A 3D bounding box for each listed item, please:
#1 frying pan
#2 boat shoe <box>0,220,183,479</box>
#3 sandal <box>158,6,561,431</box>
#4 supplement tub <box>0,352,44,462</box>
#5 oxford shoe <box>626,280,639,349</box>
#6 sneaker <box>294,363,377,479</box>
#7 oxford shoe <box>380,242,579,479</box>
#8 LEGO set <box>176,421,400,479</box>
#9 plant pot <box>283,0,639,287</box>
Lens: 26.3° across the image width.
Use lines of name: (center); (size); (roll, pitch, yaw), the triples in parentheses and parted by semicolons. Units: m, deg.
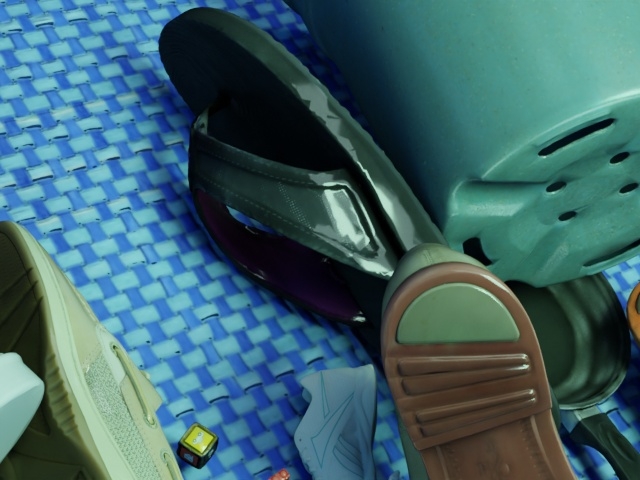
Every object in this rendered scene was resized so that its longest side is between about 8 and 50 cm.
frying pan: (0.213, 0.104, 1.133); (0.326, 0.053, 0.197); (45, 46, 8)
boat shoe: (-0.157, 0.115, 0.890); (0.098, 0.109, 0.302); (19, 32, -49)
sandal: (0.001, 0.000, 1.030); (0.107, 0.167, 0.445); (-33, 75, -24)
supplement tub: (-0.314, 0.055, 0.781); (0.272, 0.191, 0.191); (40, 47, 5)
oxford shoe: (0.362, 0.170, 1.061); (0.130, 0.132, 0.363); (-24, 42, 3)
sneaker: (0.012, 0.161, 0.986); (0.061, 0.053, 0.152); (0, 57, 0)
oxford shoe: (0.116, 0.163, 0.917); (0.123, 0.348, 0.130); (-10, 16, 1)
LEGO set: (-0.044, 0.226, 0.869); (0.183, 0.060, 0.244); (7, 53, -7)
plant pot: (0.159, -0.163, 1.104); (0.341, 0.341, 0.334); (-2, 55, -30)
